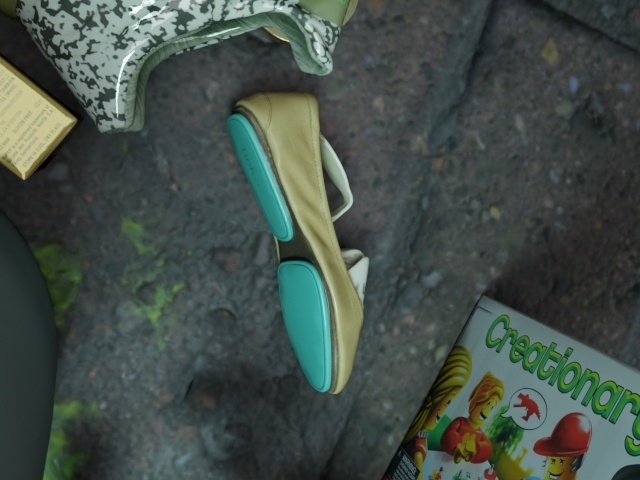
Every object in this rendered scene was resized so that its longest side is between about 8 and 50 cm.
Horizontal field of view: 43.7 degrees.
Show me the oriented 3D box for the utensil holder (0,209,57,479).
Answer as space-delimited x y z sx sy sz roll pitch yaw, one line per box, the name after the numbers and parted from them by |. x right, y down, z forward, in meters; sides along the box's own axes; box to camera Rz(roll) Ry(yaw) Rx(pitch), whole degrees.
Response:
-0.291 0.100 0.370 0.327 0.385 0.328 -2 100 -14 | utensil holder

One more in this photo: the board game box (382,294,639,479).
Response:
0.143 0.159 0.530 0.053 0.305 0.193 28 90 -14 | board game box

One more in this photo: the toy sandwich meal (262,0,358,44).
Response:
-0.012 -0.182 0.583 0.085 0.029 0.086 1 87 -13 | toy sandwich meal

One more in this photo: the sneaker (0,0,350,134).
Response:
-0.012 -0.200 0.509 0.410 0.158 0.182 -28 96 -1 | sneaker

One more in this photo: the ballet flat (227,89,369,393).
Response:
0.000 0.000 0.591 0.073 0.080 0.232 -22 105 -25 | ballet flat

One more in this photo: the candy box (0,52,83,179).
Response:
-0.239 -0.117 0.493 0.186 0.109 0.053 41 87 -16 | candy box
